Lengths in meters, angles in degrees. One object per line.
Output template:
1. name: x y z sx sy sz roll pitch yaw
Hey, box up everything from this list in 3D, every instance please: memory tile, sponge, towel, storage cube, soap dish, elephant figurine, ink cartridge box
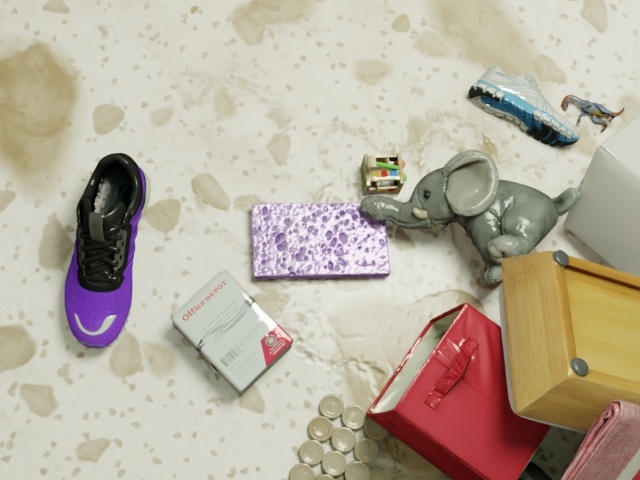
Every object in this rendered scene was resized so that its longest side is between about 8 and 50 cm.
1. memory tile: 0.027 0.310 1.464 0.113 0.012 0.148 24 75 2
2. sponge: 0.000 0.000 1.534 0.210 0.031 0.117 -1 75 -4
3. towel: 0.462 0.323 1.311 0.329 0.237 0.037 14 30 -20
4. storage cube: 0.205 0.226 1.400 0.193 0.215 0.183 37 75 -1
5. soap dish: 0.383 0.143 1.316 0.291 0.118 0.229 16 52 -19
6. elephant figurine: 0.219 -0.058 1.493 0.239 0.169 0.186 43 51 10
7. ink cartridge box: -0.130 0.135 1.472 0.109 0.063 0.150 -43 82 -13

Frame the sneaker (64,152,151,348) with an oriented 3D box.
1. sneaker: -0.319 0.005 1.449 0.102 0.146 0.293 7 74 -2

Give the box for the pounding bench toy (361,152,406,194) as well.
1. pounding bench toy: 0.101 -0.108 1.543 0.065 0.083 0.052 -3 75 -4

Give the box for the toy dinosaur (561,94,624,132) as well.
1. toy dinosaur: 0.437 -0.213 1.631 0.082 0.047 0.090 44 43 16

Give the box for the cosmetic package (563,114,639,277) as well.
1. cosmetic package: 0.553 -0.001 1.438 0.155 0.197 0.365 -34 65 -26

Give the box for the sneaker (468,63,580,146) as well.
1. sneaker: 0.339 -0.223 1.602 0.191 0.071 0.083 32 70 4

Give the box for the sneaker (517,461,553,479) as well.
1. sneaker: 0.384 0.436 1.422 0.139 0.125 0.341 -35 80 -36
